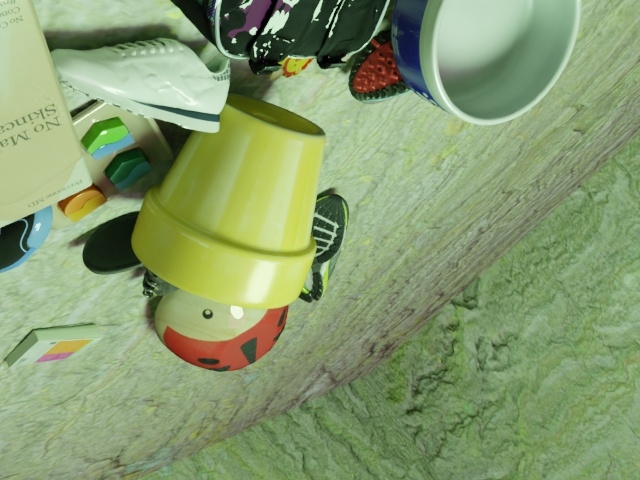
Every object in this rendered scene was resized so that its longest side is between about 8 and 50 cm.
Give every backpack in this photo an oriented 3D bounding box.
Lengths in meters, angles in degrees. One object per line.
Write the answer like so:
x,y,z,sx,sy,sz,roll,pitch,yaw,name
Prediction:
-0.013,-0.310,0.699,0.225,0.191,0.253,-13,148,-42,backpack

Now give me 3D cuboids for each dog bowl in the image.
0.235,-0.304,1.071,0.265,0.104,0.264,-15,122,-25,dog bowl

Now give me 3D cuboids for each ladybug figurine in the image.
-0.189,0.164,1.612,0.305,0.161,0.449,-31,161,-10,ladybug figurine

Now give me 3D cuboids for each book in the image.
-0.491,0.196,1.396,0.096,0.035,0.144,-39,160,24,book

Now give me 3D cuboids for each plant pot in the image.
-0.109,-0.068,1.056,0.254,0.254,0.238,-5,121,-55,plant pot

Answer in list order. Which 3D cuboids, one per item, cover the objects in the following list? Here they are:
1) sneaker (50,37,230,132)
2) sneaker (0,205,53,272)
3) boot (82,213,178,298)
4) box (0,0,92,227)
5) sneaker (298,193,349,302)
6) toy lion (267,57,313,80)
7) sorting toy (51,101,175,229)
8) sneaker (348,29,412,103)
-0.204,-0.192,0.866,0.235,0.090,0.094,5,110,-50,sneaker
-0.436,0.009,0.922,0.232,0.081,0.090,-30,166,17,sneaker
-0.275,0.037,1.272,0.263,0.091,0.229,-25,159,-31,boot
-0.325,-0.143,0.701,0.148,0.121,0.311,-29,160,-17,box
0.000,0.000,1.644,0.121,0.111,0.299,-60,174,-43,sneaker
-0.034,-0.262,1.038,0.096,0.034,0.100,-27,161,-41,toy lion
-0.301,-0.095,0.988,0.208,0.038,0.193,-32,161,-7,sorting toy
0.164,-0.285,1.194,0.262,0.104,0.125,-33,163,-3,sneaker
